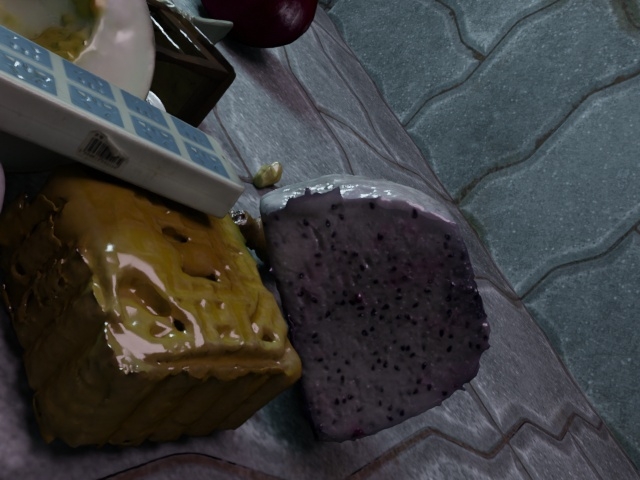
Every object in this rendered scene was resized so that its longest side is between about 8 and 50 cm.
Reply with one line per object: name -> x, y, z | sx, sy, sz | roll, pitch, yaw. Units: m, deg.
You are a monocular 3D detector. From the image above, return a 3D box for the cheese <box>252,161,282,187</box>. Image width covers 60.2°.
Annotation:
cheese -> -0.091, -0.119, 0.977 | 0.030, 0.044, 0.083 | 36, 23, 8

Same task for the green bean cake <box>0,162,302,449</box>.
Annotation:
green bean cake -> -0.143, 0.052, 0.488 | 0.230, 0.131, 0.224 | 18, 37, -54

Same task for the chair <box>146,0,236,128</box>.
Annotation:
chair -> -0.214, -0.243, 0.797 | 0.186, 0.160, 0.319 | 49, 22, 12

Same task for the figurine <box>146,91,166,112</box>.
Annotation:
figurine -> -0.195, -0.099, 0.663 | 0.132, 0.132, 0.154 | 59, 14, 20

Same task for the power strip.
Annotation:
power strip -> -0.214, -0.112, 0.420 | 0.367, 0.043, 0.106 | 23, 22, -43

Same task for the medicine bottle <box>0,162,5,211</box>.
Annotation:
medicine bottle -> -0.318, -0.042, 0.289 | 0.247, 0.147, 0.147 | 28, 31, -44

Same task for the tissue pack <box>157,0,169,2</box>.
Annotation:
tissue pack -> -0.350, -0.379, 0.786 | 0.159, 0.125, 0.234 | 58, 22, 17

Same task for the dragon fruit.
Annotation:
dragon fruit -> 0.056, 0.055, 0.643 | 0.204, 0.221, 0.283 | -90, 166, -78

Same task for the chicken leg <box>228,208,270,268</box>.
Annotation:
chicken leg -> -0.072, -0.001, 0.759 | 0.198, 0.069, 0.085 | 29, 54, -62

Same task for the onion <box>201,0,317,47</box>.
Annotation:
onion -> -0.144, -0.609, 1.358 | 0.337, 0.282, 0.260 | 35, 45, -54

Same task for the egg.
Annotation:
egg -> -0.292, -0.172, 0.526 | 0.206, 0.162, 0.271 | 50, 61, -37
